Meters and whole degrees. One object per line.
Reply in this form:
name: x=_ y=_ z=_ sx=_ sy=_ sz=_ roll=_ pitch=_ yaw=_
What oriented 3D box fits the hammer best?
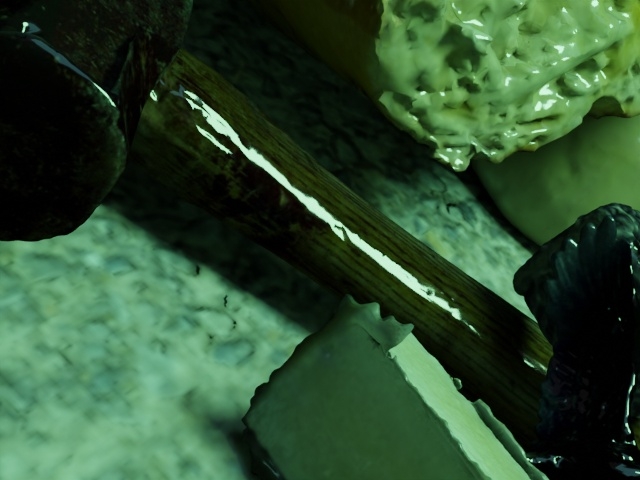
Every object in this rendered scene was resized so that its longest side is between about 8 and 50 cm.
hammer: x=0.000 y=0.000 z=0.695 sx=0.409 sy=0.095 sz=0.242 roll=39 pitch=24 yaw=-19

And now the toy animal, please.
toy animal: x=0.111 y=0.099 z=0.636 sx=0.108 sy=0.062 sz=0.220 roll=-4 pitch=79 yaw=-19

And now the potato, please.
potato: x=0.032 y=0.088 z=0.581 sx=0.122 sy=0.086 sz=0.061 roll=53 pitch=14 yaw=26

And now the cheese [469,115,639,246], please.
cheese: x=0.174 y=-0.077 z=1.011 sx=0.235 sy=0.117 sz=0.218 roll=25 pitch=31 yaw=-25

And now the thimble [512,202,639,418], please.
thimble: x=0.149 y=0.034 z=0.716 sx=0.104 sy=0.066 sz=0.095 roll=27 pitch=28 yaw=-43

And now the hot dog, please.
hot dog: x=0.082 y=-0.234 z=0.912 sx=0.367 sy=0.196 sz=0.365 roll=-20 pitch=41 yaw=-30
